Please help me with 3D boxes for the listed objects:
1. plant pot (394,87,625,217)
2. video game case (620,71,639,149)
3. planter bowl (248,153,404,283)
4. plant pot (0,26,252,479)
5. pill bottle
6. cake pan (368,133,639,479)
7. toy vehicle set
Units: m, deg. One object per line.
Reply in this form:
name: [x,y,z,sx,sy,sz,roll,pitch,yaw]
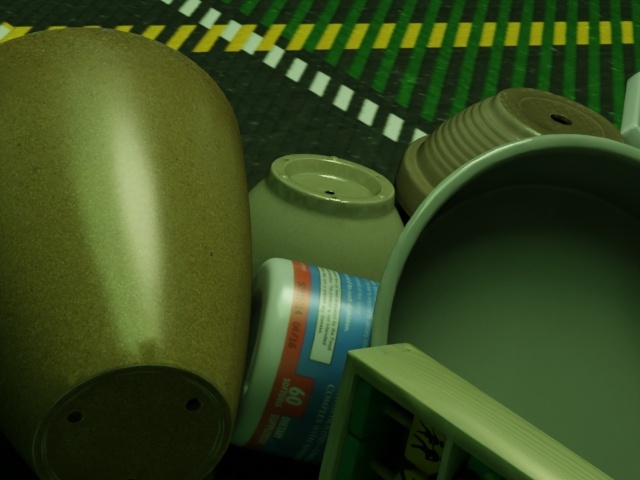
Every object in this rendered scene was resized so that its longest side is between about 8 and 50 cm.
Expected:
plant pot: [0.192,-0.058,1.686,0.237,0.110,0.237,17,26,-8]
video game case: [0.338,-0.062,1.797,0.173,0.022,0.190,52,21,-9]
planter bowl: [0.000,0.000,1.474,0.162,0.109,0.162,11,21,-5]
plant pot: [-0.135,0.036,1.198,0.237,0.237,0.254,3,37,-22]
pill bottle: [0.057,0.095,1.238,0.221,0.124,0.124,14,21,-10]
cake pan: [0.154,0.083,1.177,0.293,0.293,0.054,3,-12,-22]
toy vehicle set: [0.049,0.197,0.793,0.035,0.267,0.166,-7,27,-40]
